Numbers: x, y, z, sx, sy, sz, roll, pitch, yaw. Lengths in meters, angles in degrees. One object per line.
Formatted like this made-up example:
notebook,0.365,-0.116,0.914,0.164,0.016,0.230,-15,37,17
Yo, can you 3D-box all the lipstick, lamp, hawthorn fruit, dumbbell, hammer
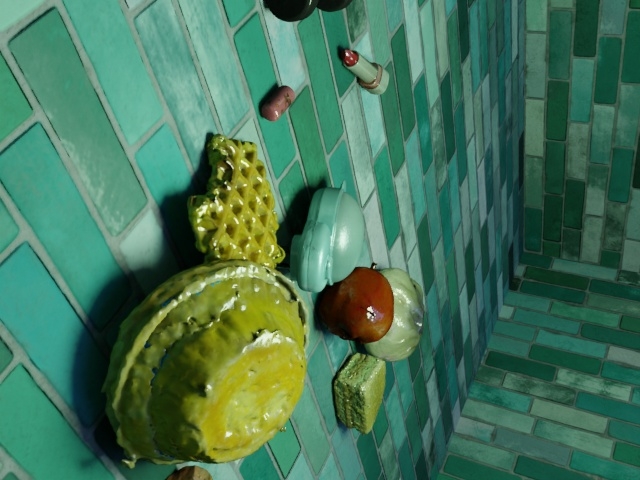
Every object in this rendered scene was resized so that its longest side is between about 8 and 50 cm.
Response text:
lipstick,0.091,-0.393,1.616,0.186,0.057,0.063,20,82,-58
lamp,0.012,0.002,1.506,0.284,0.147,0.209,-38,136,-52
hawthorn fruit,0.100,0.146,1.704,0.202,0.185,0.185,-69,152,-21
dumbbell,-0.015,-0.464,1.313,0.191,0.100,0.100,-37,133,-53
hammer,-0.079,-0.257,1.339,0.083,0.043,0.043,-59,148,-36

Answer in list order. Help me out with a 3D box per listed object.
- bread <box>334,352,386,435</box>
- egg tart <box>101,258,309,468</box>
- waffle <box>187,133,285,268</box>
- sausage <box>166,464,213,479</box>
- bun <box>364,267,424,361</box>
bread,0.107,0.412,1.921,0.138,0.102,0.196,-49,145,-41
egg tart,-0.153,0.216,1.121,0.388,0.169,0.388,-23,129,-33
waffle,-0.143,-0.045,1.217,0.291,0.051,0.291,-6,90,-66
sausage,-0.220,0.537,1.313,0.109,0.109,0.271,-51,143,-43
bun,0.210,0.209,1.977,0.273,0.168,0.273,5,90,-69
